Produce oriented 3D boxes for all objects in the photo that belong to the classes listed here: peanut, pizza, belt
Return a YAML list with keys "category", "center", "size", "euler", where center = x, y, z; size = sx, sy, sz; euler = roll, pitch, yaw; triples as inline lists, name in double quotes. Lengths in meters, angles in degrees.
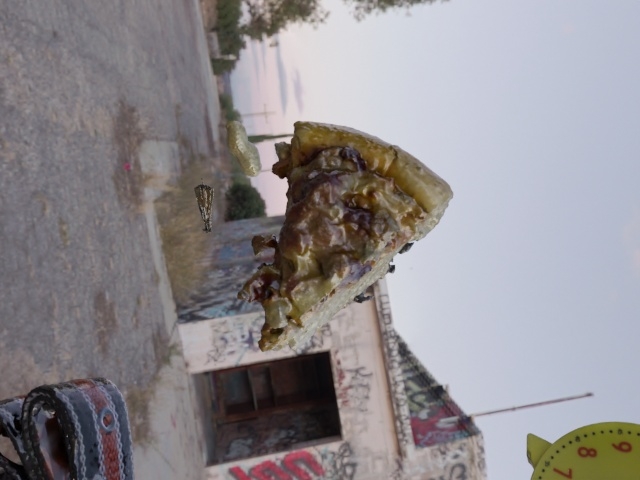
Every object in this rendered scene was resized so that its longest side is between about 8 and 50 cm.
- category: "peanut"
  center: [-0.109, -0.127, 0.880]
  size: [0.083, 0.037, 0.037]
  euler: [63, -3, -21]
- category: "pizza"
  center: [0.001, 0.000, 0.493]
  size: [0.194, 0.154, 0.069]
  euler: [-62, 173, -11]
- category: "belt"
  center: [-0.185, 0.289, 0.556]
  size: [0.360, 0.126, 0.094]
  euler: [58, 13, 13]

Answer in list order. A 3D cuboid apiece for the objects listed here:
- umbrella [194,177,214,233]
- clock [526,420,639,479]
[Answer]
- category: "umbrella"
  center: [-0.158, -0.047, 0.870]
  size: [0.020, 0.031, 0.083]
  euler: [-52, 147, -64]
- category: "clock"
  center: [0.437, 0.389, 0.908]
  size: [0.071, 0.293, 0.277]
  euler: [65, 25, -43]
